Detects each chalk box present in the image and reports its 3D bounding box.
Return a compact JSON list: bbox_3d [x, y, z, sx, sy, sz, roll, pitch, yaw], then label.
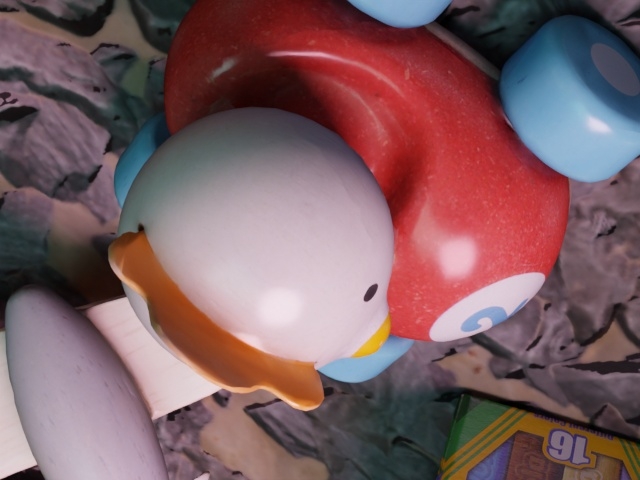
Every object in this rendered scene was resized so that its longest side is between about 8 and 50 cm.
[{"bbox_3d":[0.104,0.210,0.717,0.132,0.213,0.132,16,128,9],"label":"chalk box"}]

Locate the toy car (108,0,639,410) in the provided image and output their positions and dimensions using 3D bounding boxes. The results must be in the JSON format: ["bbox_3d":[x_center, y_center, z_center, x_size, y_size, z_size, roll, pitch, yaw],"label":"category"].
[{"bbox_3d":[0.000,0.000,0.588,0.210,0.238,0.219,38,128,-9],"label":"toy car"}]

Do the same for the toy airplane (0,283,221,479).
[{"bbox_3d":[-0.269,0.147,0.767,0.384,0.272,0.386,21,111,-10],"label":"toy airplane"}]
